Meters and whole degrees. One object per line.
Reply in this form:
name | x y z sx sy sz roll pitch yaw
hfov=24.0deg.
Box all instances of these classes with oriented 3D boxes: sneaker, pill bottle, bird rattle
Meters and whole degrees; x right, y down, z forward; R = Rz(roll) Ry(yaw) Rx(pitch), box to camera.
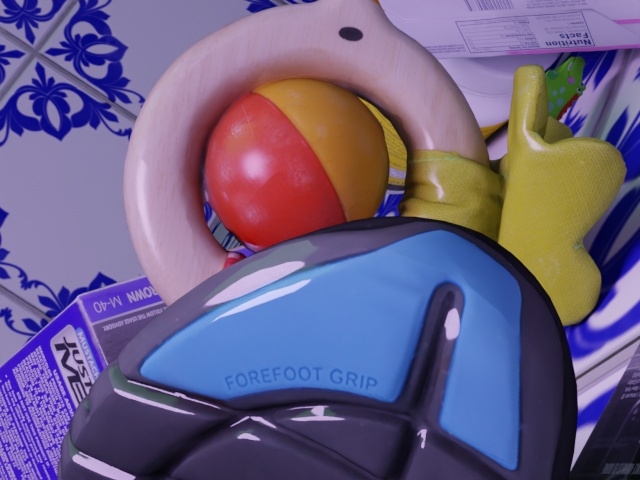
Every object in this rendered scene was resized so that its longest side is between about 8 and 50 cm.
sneaker | 0.000 0.088 0.474 0.139 0.125 0.340 -47 -13 -37
pill bottle | 0.080 -0.118 1.040 0.119 0.119 0.208 -60 8 -24
bird rattle | 0.000 0.000 0.677 0.254 0.207 0.143 -33 -7 0

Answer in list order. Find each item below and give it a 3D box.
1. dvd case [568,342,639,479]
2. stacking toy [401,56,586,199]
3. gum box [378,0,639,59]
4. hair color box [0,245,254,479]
dvd case | 0.084 0.111 0.414 0.221 0.018 0.164 -58 8 -15
stacking toy | 0.068 0.014 0.841 0.221 0.052 0.167 -58 9 -27
gum box | 0.120 -0.162 0.846 0.188 0.062 0.107 2 49 35
hair color box | -0.141 0.118 1.049 0.185 0.110 0.339 -17 -11 -39
